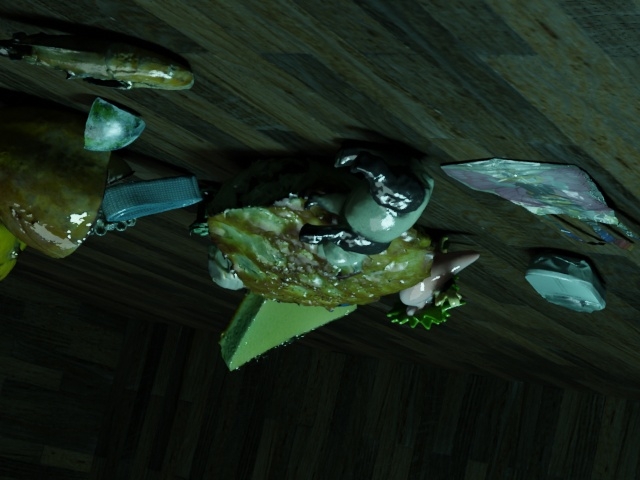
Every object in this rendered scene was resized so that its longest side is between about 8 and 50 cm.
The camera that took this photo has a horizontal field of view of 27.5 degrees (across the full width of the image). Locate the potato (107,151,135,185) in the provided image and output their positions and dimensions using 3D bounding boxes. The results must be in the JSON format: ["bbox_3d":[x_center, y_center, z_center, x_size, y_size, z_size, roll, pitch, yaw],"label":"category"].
[{"bbox_3d":[-0.383,-0.118,1.969,0.261,0.100,0.120,-15,-168,35],"label":"potato"}]

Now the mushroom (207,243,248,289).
[{"bbox_3d":[-0.142,0.028,2.205,0.099,0.096,0.278,23,-176,-4],"label":"mushroom"}]

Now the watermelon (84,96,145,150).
[{"bbox_3d":[-0.271,-0.155,1.695,0.085,0.085,0.061,24,-154,-47],"label":"watermelon"}]

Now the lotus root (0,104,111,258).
[{"bbox_3d":[-0.400,-0.087,1.766,0.180,0.199,0.188,21,153,-36],"label":"lotus root"}]

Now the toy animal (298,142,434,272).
[{"bbox_3d":[0.052,-0.037,1.619,0.121,0.094,0.225,24,133,-15],"label":"toy animal"}]

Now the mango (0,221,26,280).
[{"bbox_3d":[-0.712,-0.072,2.247,0.445,0.220,0.301,27,172,-20],"label":"mango"}]

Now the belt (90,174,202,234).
[{"bbox_3d":[-0.261,-0.058,1.947,0.179,0.065,0.100,-11,169,-43],"label":"belt"}]

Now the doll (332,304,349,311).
[{"bbox_3d":[0.039,0.040,2.027,0.085,0.152,0.114,16,174,25],"label":"doll"}]

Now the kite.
[{"bbox_3d":[0.316,-0.036,1.640,0.204,0.022,0.360,3,165,45],"label":"kite"}]

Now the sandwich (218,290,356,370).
[{"bbox_3d":[-0.061,0.081,2.110,0.063,0.245,0.212,51,158,36],"label":"sandwich"}]

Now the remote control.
[{"bbox_3d":[0.382,0.066,2.020,0.104,0.052,0.247,11,170,20],"label":"remote control"}]

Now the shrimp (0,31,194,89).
[{"bbox_3d":[-0.246,-0.191,1.441,0.217,0.051,0.150,10,177,-3],"label":"shrimp"}]

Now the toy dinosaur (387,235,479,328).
[{"bbox_3d":[0.149,0.022,1.981,0.194,0.152,0.177,15,143,25],"label":"toy dinosaur"}]

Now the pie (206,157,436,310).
[{"bbox_3d":[0.000,0.000,1.832,0.354,0.103,0.288,-12,141,41],"label":"pie"}]

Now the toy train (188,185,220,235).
[{"bbox_3d":[-0.152,-0.042,2.074,0.111,0.071,0.170,6,174,-11],"label":"toy train"}]
